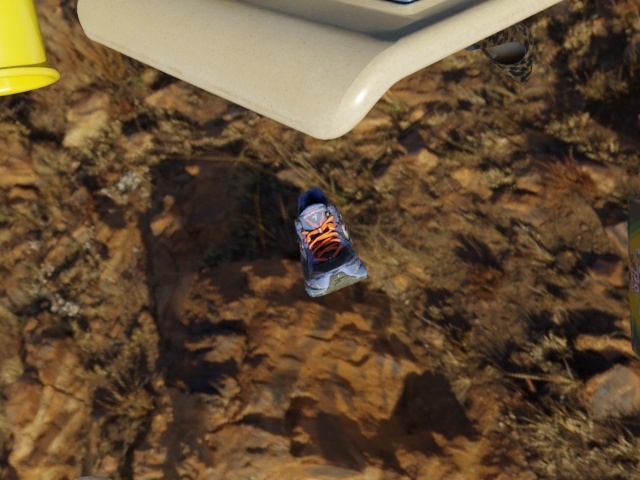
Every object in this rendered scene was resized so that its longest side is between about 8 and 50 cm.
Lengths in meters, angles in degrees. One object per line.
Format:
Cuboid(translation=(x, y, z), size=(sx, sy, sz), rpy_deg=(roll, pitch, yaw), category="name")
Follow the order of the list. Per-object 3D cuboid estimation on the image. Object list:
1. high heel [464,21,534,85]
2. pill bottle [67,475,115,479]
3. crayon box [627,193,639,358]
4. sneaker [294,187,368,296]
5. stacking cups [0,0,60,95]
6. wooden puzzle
Cuboid(translation=(0.304, -0.321, 1.348), size=(0.093, 0.261, 0.186), rpy_deg=(-7, 50, 33), category="high heel")
Cuboid(translation=(-0.226, 0.245, 0.452), size=(0.264, 0.153, 0.153), rpy_deg=(-20, 52, 14), category="pill bottle")
Cuboid(translation=(0.557, 0.075, 1.225), size=(0.081, 0.278, 0.165), rpy_deg=(-7, 14, 3), category="crayon box")
Cuboid(translation=(0.000, 0.000, 0.994), size=(0.083, 0.087, 0.221), rpy_deg=(-24, 25, 0), category="sneaker")
Cuboid(translation=(-0.271, -0.266, 0.561), size=(0.096, 0.096, 0.316), rpy_deg=(-9, 95, 32), category="stacking cups")
Cuboid(translation=(0.037, -0.215, 0.523), size=(0.348, 0.080, 0.322), rpy_deg=(-34, 41, -24), category="wooden puzzle")
